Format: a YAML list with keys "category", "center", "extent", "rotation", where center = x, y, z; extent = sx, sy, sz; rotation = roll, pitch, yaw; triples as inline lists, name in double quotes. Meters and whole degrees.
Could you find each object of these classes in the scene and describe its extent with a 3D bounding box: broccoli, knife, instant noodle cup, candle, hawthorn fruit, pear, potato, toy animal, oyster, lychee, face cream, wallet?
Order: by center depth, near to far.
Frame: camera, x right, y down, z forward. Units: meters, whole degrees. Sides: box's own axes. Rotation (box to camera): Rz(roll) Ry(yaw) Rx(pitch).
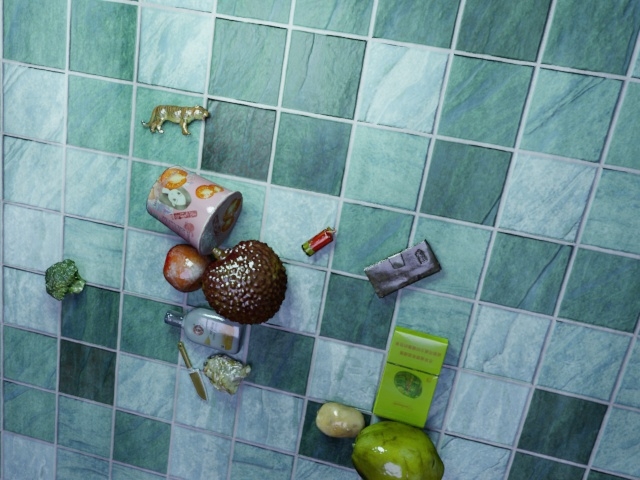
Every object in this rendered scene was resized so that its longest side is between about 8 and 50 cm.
- category: "instant noodle cup"
  center: [-0.412, -0.107, 1.727]
  extent: [0.231, 0.243, 0.243]
  rotation: [30, 107, 10]
- category: "lychee"
  center: [-0.246, 0.135, 1.728]
  extent: [0.275, 0.276, 0.304]
  rotation: [-33, 111, 16]
- category: "wallet"
  center: [0.269, 0.095, 1.741]
  extent: [0.230, 0.042, 0.124]
  rotation: [-26, 101, 16]
- category: "toy animal"
  center: [-0.482, -0.402, 1.753]
  extent: [0.241, 0.057, 0.099]
  rotation: [7, 98, 10]
- category: "candle"
  center: [0.000, 0.000, 1.763]
  extent: [0.130, 0.052, 0.052]
  rotation: [-36, 95, 16]
- category: "pear"
  center: [0.258, 0.747, 1.792]
  extent: [0.321, 0.269, 0.269]
  rotation: [19, 107, -2]
- category: "hawthorn fruit"
  center: [-0.456, 0.090, 1.811]
  extent: [0.172, 0.173, 0.173]
  rotation: [2, 104, 10]
- category: "potato"
  center: [0.072, 0.640, 1.880]
  extent: [0.178, 0.109, 0.119]
  rotation: [11, 84, 2]
- category: "face cream"
  center: [-0.417, 0.311, 1.906]
  extent: [0.291, 0.071, 0.144]
  rotation: [17, 106, 6]
- category: "oyster"
  center: [-0.345, 0.486, 1.936]
  extent: [0.191, 0.081, 0.163]
  rotation: [-27, 93, 12]
- category: "broccoli"
  center: [-0.942, 0.148, 1.937]
  extent: [0.138, 0.146, 0.162]
  rotation: [37, 93, -33]
- category: "knife"
  center: [-0.476, 0.496, 1.989]
  extent: [0.046, 0.022, 0.256]
  rotation: [-18, 100, 10]

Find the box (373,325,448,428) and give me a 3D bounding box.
- category: "box"
  center: [0.308, 0.474, 1.828]
  extent: [0.186, 0.047, 0.335]
  rotation: [14, 105, 7]
